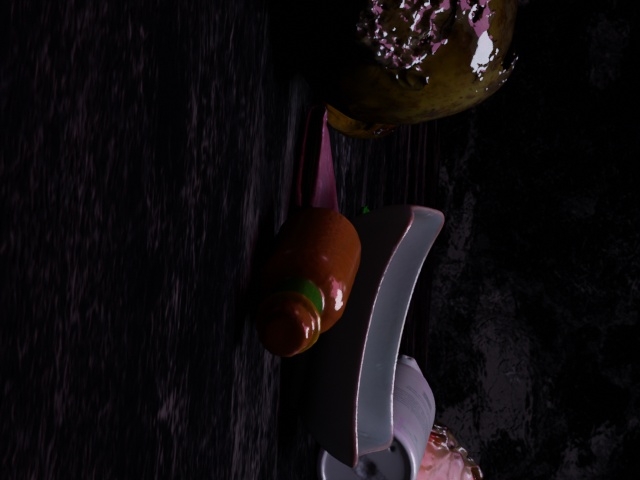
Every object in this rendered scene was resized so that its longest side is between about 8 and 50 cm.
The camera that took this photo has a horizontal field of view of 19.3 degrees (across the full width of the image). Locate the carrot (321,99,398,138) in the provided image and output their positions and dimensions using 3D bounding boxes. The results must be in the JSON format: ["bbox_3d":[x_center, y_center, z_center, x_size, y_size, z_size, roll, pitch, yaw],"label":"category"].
[{"bbox_3d":[0.041,-0.129,1.740,0.260,0.070,0.070,-27,120,-82],"label":"carrot"}]

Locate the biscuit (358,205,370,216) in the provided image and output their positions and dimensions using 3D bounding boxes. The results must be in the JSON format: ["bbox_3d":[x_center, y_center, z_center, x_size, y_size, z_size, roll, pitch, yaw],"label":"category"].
[{"bbox_3d":[0.050,-0.003,2.101,0.089,0.016,0.046,81,13,-62],"label":"biscuit"}]

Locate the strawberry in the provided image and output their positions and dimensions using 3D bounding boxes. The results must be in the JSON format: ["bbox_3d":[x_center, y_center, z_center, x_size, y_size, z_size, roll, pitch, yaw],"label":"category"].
[{"bbox_3d":[0.077,0.310,2.131,0.190,0.111,0.236,58,48,-27],"label":"strawberry"}]

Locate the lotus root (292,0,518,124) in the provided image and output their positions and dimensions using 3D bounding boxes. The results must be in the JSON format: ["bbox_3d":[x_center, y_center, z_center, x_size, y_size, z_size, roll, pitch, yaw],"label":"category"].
[{"bbox_3d":[0.065,-0.189,1.478,0.397,0.179,0.196,-72,147,-78],"label":"lotus root"}]

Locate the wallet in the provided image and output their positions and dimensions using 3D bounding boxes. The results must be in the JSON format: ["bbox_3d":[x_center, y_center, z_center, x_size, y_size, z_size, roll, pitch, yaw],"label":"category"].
[{"bbox_3d":[0.000,0.000,1.603,0.232,0.025,0.119,83,12,-55],"label":"wallet"}]

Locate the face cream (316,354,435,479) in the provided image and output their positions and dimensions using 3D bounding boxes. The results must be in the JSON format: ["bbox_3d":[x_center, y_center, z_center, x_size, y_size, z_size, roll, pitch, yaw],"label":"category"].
[{"bbox_3d":[0.063,0.190,1.932,0.345,0.102,0.102,-45,137,-80],"label":"face cream"}]

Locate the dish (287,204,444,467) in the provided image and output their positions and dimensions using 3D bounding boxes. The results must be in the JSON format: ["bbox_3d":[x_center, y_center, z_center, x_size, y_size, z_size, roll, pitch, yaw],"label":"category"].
[{"bbox_3d":[0.032,0.069,1.548,0.151,0.077,0.212,-5,108,-76],"label":"dish"}]

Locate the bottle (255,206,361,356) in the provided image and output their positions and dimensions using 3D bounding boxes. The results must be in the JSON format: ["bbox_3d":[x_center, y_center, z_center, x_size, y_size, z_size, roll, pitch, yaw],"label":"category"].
[{"bbox_3d":[-0.013,0.033,1.321,0.187,0.069,0.069,-64,156,-71],"label":"bottle"}]
